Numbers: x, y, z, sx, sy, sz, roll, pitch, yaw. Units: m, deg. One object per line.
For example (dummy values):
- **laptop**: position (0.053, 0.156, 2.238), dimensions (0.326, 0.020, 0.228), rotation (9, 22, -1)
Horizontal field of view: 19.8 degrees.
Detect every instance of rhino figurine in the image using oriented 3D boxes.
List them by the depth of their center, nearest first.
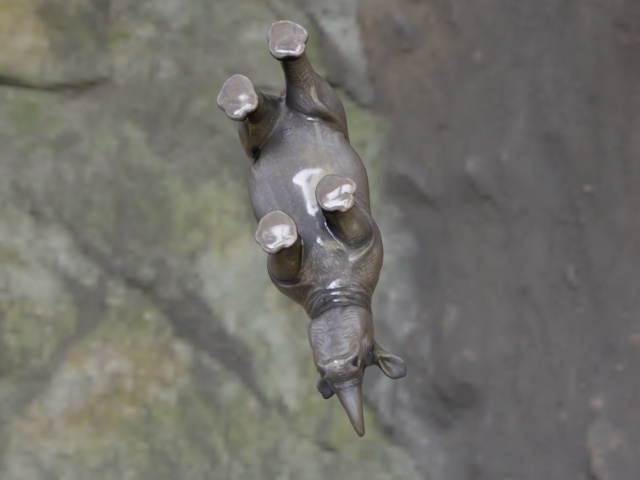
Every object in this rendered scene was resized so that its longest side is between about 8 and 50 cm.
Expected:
- **rhino figurine**: position (0.000, 0.000, 1.072), dimensions (0.106, 0.073, 0.243), rotation (63, -168, -67)
